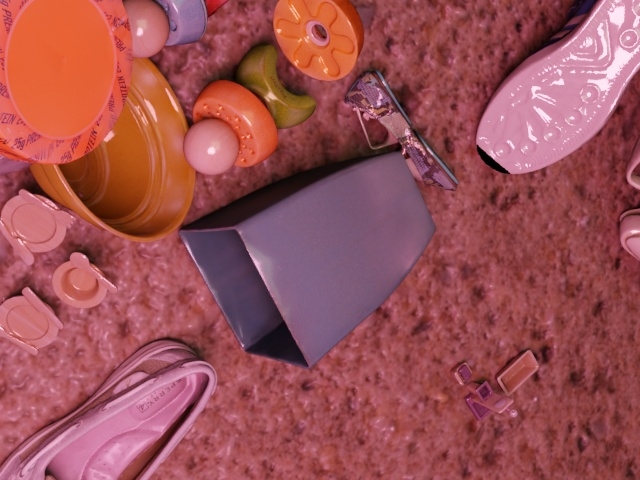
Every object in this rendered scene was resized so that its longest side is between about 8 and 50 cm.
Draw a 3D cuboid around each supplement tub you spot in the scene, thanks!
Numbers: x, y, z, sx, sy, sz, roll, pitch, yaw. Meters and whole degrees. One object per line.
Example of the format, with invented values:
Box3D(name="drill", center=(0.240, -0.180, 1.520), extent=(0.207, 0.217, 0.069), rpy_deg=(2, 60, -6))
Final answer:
Box3D(name="supplement tub", center=(-0.317, -0.158, 0.638), extent=(0.193, 0.315, 0.194), rpy_deg=(-37, 133, -54))

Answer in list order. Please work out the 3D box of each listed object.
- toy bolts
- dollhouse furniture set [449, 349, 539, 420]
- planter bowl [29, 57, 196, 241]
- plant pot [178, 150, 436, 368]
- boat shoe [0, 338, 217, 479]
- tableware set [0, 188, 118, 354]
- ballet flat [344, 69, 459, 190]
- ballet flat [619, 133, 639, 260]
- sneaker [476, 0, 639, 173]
Box3D(name="toy bolts", center=(-0.097, -0.193, 0.826), extent=(0.228, 0.218, 0.158), rpy_deg=(49, 53, -11))
Box3D(name="dollhouse furniture set", center=(0.248, 0.178, 1.069), extent=(0.114, 0.081, 0.091), rpy_deg=(-38, 107, -17))
Box3D(name="planter bowl", center=(-0.228, -0.094, 0.818), extent=(0.217, 0.090, 0.217), rpy_deg=(37, 46, -50))
Box3D(name="plant pot", center=(0.000, 0.000, 0.913), extent=(0.234, 0.165, 0.166), rpy_deg=(-35, 106, -26))
Box3D(name="boat shoe", center=(-0.237, 0.237, 0.847), extent=(0.320, 0.103, 0.118), rpy_deg=(-43, 108, -16))
Box3D(name="tableware set", center=(-0.293, 0.036, 0.814), extent=(0.168, 0.020, 0.141), rpy_deg=(-35, 111, 17))
Box3D(name="ballet flat", center=(0.096, -0.122, 1.004), extent=(0.070, 0.070, 0.188), rpy_deg=(-44, 107, -15))
Box3D(name="ballet flat", center=(0.499, -0.071, 1.096), extent=(0.181, 0.164, 0.483), rpy_deg=(-2, 125, 3))
Box3D(name="sneaker", center=(0.351, -0.236, 1.069), extent=(0.130, 0.236, 0.323), rpy_deg=(42, 121, 3))
